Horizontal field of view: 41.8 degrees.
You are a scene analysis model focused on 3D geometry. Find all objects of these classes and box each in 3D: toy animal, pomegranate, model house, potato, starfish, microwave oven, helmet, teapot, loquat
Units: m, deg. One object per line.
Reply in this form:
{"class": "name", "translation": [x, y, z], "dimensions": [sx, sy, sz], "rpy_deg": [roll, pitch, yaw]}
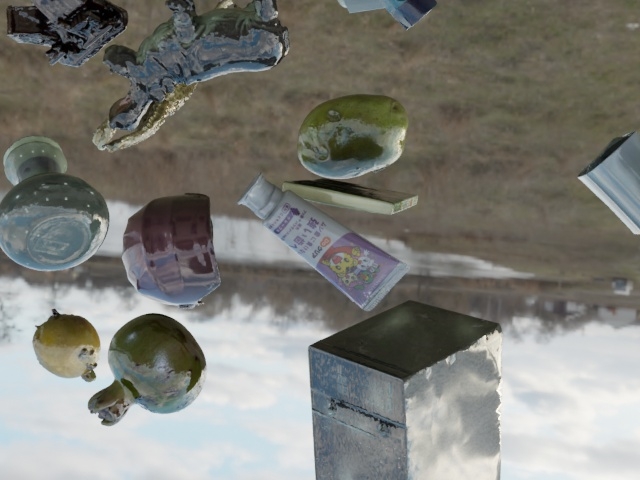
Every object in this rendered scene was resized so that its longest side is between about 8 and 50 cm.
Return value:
{"class": "toy animal", "translation": [-0.220, -0.311, 1.357], "dimensions": [0.343, 0.168, 0.106], "rpy_deg": [-21, -152, 9]}
{"class": "pomegranate", "translation": [-0.307, 0.219, 1.457], "dimensions": [0.210, 0.179, 0.179], "rpy_deg": [-11, -177, -17]}
{"class": "model house", "translation": [-0.495, -0.418, 1.579], "dimensions": [0.203, 0.141, 0.164], "rpy_deg": [-35, 162, 28]}
{"class": "potato", "translation": [0.066, -0.214, 1.755], "dimensions": [0.228, 0.149, 0.197], "rpy_deg": [3, 151, -2]}
{"class": "starfish", "translation": [-0.287, -0.280, 1.568], "dimensions": [0.082, 0.432, 0.324], "rpy_deg": [44, -168, -25]}
{"class": "microwave oven", "translation": [0.177, 0.378, 1.629], "dimensions": [0.236, 0.432, 0.374], "rpy_deg": [13, -157, 42]}
{"class": "helmet", "translation": [-0.367, 0.028, 1.963], "dimensions": [0.197, 0.271, 0.338], "rpy_deg": [-5, 173, -27]}
{"class": "teapot", "translation": [-0.472, -0.072, 1.440], "dimensions": [0.183, 0.183, 0.251], "rpy_deg": [8, -148, -34]}
{"class": "loquat", "translation": [-0.621, 0.266, 2.076], "dimensions": [0.149, 0.204, 0.172], "rpy_deg": [-38, -179, -1]}

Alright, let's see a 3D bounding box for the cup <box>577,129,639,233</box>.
{"class": "cup", "translation": [0.450, -0.084, 1.226], "dimensions": [0.129, 0.095, 0.128], "rpy_deg": [48, -178, 2]}

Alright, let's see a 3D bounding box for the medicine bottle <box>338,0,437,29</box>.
{"class": "medicine bottle", "translation": [0.122, -0.496, 1.695], "dimensions": [0.124, 0.079, 0.258], "rpy_deg": [50, 168, -27]}

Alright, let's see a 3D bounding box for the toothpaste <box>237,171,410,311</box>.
{"class": "toothpaste", "translation": [0.000, 0.000, 1.396], "dimensions": [0.299, 0.114, 0.073], "rpy_deg": [36, -161, -10]}

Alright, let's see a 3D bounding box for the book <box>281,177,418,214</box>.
{"class": "book", "translation": [0.062, -0.085, 1.553], "dimensions": [0.202, 0.027, 0.264], "rpy_deg": [12, -171, 15]}

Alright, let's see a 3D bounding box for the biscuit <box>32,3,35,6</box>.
{"class": "biscuit", "translation": [-0.502, -0.620, 1.663], "dimensions": [0.047, 0.334, 0.202], "rpy_deg": [31, 178, 15]}
